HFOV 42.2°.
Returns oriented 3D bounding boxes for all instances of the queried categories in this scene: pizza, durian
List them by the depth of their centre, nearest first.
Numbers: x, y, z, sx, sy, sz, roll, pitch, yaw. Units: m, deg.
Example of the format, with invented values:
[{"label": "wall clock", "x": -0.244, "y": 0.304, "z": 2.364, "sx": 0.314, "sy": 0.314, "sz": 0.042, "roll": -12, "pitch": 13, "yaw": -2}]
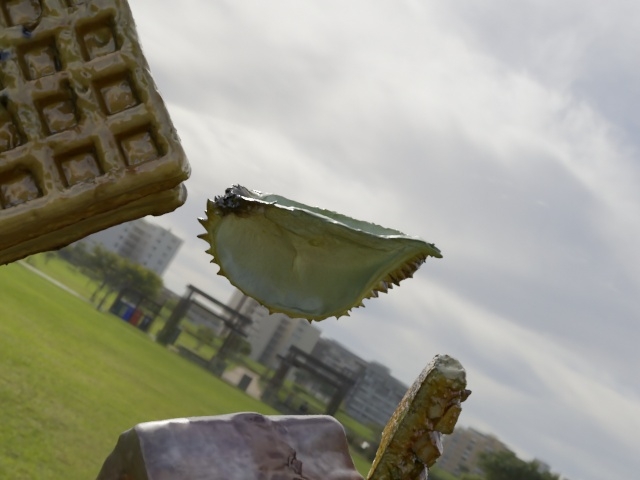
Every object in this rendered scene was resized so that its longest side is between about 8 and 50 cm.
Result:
[{"label": "pizza", "x": 0.083, "y": 0.169, "z": 0.719, "sx": 0.046, "sy": 0.134, "sz": 0.175, "roll": 28, "pitch": -22, "yaw": 6}, {"label": "durian", "x": 0.000, "y": 0.000, "z": 0.870, "sx": 0.252, "sy": 0.144, "sz": 0.139, "roll": 23, "pitch": -33, "yaw": 11}]

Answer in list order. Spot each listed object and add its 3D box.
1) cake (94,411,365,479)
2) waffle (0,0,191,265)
[{"label": "cake", "x": -0.093, "y": 0.318, "z": 0.700, "sx": 0.230, "sy": 0.309, "sz": 0.237, "roll": 6, "pitch": 40, "yaw": -38}, {"label": "waffle", "x": -0.132, "y": -0.041, "z": 0.306, "sx": 0.042, "sy": 0.148, "sz": 0.102, "roll": 138, "pitch": -68, "yaw": -78}]
